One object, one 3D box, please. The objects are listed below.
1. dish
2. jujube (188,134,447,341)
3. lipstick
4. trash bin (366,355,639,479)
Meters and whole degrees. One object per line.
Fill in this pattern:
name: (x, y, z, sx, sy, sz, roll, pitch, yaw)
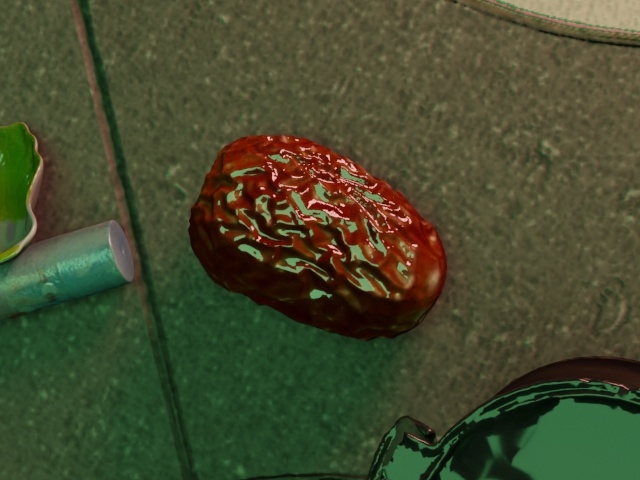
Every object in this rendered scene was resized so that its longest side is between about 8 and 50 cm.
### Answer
dish: (-0.226, -0.020, 1.265, 0.091, 0.039, 0.137, -28, 45, 2)
jujube: (0.000, 0.000, 1.210, 0.176, 0.109, 0.112, 24, 129, 3)
lipstick: (-0.213, 0.030, 1.274, 0.158, 0.048, 0.048, -17, 85, 10)
trash bin: (0.162, 0.173, 1.068, 0.252, 0.301, 0.203, 20, 91, 11)
